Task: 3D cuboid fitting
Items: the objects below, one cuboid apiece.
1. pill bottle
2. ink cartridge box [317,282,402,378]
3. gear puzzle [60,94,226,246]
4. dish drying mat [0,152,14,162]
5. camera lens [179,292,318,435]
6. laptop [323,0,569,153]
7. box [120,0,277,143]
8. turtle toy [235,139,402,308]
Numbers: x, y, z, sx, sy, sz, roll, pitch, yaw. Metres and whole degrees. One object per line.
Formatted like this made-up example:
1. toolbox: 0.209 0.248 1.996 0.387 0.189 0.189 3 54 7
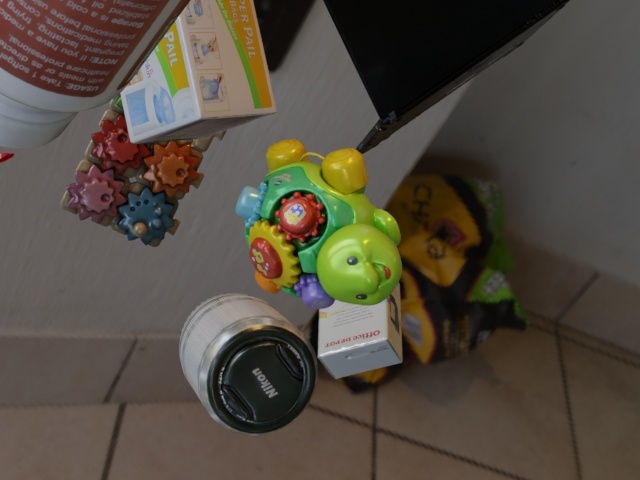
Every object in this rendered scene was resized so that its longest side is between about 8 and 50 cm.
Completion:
1. pill bottle: -0.136 -0.149 0.566 0.121 0.216 0.121 25 44 -26
2. ink cartridge box: 0.067 0.135 1.742 0.175 0.127 0.072 -88 154 -43
3. gear puzzle: -0.222 -0.158 1.462 0.175 0.339 0.044 25 6 -23
4. dish drying mat: -0.477 -0.115 1.469 0.032 0.083 0.008 -46 125 -48
5. camera lens: -0.141 0.224 1.918 0.219 0.219 0.274 16 5 -21
6. laptop: 0.110 -0.218 0.982 0.234 0.264 0.136 -35 90 -7
7. box: -0.135 -0.208 1.008 0.103 0.114 0.203 -12 90 -47
8. turtle toy: 0.000 0.000 0.576 0.066 0.095 0.130 -32 29 -32
